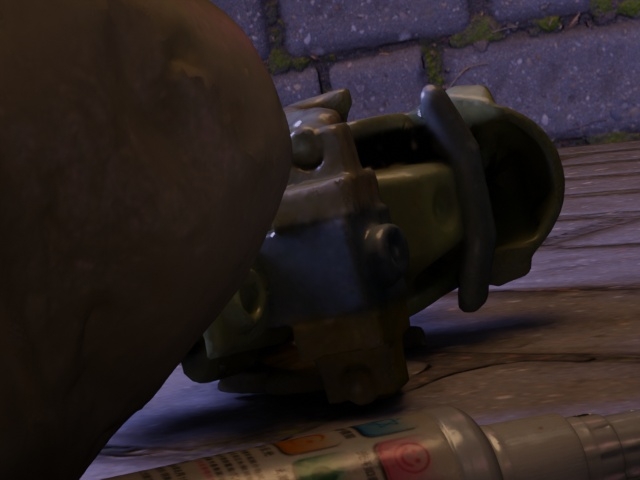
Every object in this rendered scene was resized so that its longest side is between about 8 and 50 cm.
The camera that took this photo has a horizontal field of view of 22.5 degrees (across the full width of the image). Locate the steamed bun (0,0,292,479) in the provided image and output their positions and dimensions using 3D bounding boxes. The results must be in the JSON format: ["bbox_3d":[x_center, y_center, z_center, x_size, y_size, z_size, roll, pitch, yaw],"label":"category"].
[{"bbox_3d":[-0.210,0.020,0.583,0.339,0.247,0.352,-10,-12,38],"label":"steamed bun"}]

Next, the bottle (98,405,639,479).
[{"bbox_3d":[0.022,0.086,0.526,0.217,0.060,0.060,-11,6,-17],"label":"bottle"}]

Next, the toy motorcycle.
[{"bbox_3d":[0.000,0.000,0.957,0.237,0.169,0.410,-12,8,29],"label":"toy motorcycle"}]
